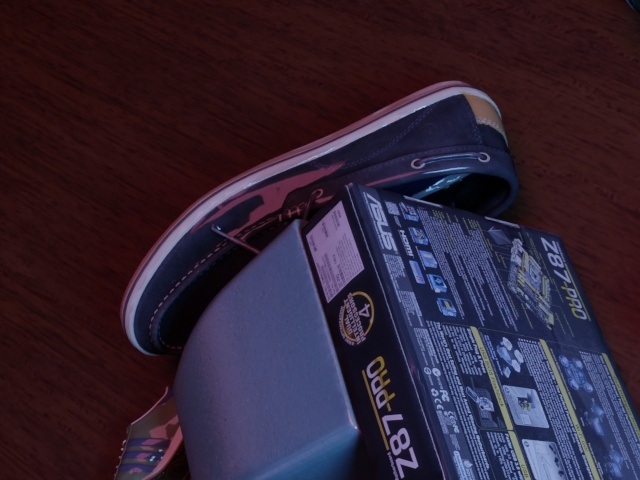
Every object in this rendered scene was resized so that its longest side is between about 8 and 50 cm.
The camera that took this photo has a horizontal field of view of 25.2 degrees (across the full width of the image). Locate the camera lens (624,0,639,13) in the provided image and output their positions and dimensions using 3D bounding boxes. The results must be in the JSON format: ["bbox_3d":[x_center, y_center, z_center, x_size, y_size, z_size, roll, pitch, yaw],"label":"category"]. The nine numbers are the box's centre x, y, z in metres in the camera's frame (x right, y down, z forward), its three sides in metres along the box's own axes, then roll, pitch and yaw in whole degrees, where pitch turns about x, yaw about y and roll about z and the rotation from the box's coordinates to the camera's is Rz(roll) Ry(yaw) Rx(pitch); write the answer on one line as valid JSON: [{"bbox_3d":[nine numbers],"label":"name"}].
[{"bbox_3d":[0.423,-0.396,1.611,0.219,0.219,0.274,-13,60,17],"label":"camera lens"}]

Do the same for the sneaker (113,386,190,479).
[{"bbox_3d":[-0.199,0.251,1.651,0.086,0.064,0.192,32,80,41],"label":"sneaker"}]

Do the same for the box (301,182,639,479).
[{"bbox_3d":[0.170,0.146,1.384,0.097,0.318,0.395,-45,50,37],"label":"box"}]

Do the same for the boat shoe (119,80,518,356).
[{"bbox_3d":[0.000,0.000,1.619,0.500,0.187,0.156,-29,50,2],"label":"boat shoe"}]

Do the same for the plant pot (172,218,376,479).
[{"bbox_3d":[-0.013,0.171,1.504,0.252,0.247,0.248,-34,54,26],"label":"plant pot"}]
